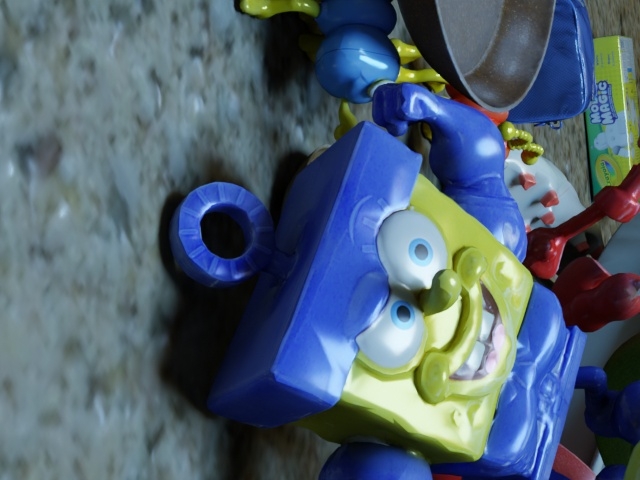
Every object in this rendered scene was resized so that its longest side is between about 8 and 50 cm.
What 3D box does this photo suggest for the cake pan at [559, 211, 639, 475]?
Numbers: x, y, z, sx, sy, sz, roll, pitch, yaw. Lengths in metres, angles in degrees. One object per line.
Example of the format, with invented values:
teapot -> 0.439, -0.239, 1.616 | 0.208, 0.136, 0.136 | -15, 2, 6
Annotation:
cake pan -> 0.191, 0.104, 0.885 | 0.293, 0.054, 0.293 | -50, 152, -39

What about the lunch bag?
lunch bag -> 0.159, -0.126, 0.956 | 0.065, 0.067, 0.098 | -34, 119, -65

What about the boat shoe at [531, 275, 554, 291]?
boat shoe -> 0.157, 0.066, 0.959 | 0.065, 0.075, 0.206 | -50, 164, 6

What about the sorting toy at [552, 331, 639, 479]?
sorting toy -> 0.135, 0.128, 0.592 | 0.126, 0.365, 0.127 | -39, 90, -37

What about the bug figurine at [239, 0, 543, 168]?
bug figurine -> 0.048, -0.137, 0.668 | 0.279, 0.072, 0.216 | 15, 72, -67

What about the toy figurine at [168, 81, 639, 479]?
toy figurine -> 0.015, 0.070, 0.522 | 0.217, 0.191, 0.362 | 33, 64, -22

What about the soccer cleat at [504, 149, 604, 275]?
soccer cleat -> 0.128, -0.029, 0.881 | 0.196, 0.068, 0.076 | 28, 31, -58

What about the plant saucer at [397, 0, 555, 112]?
plant saucer -> 0.066, -0.140, 0.588 | 0.168, 0.029, 0.168 | -6, 97, -62

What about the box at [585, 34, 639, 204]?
box -> 0.286, -0.107, 1.318 | 0.105, 0.043, 0.179 | -16, 99, -69

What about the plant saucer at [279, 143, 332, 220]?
plant saucer -> 0.000, 0.000, 0.597 | 0.083, 0.015, 0.083 | -4, 90, -69
